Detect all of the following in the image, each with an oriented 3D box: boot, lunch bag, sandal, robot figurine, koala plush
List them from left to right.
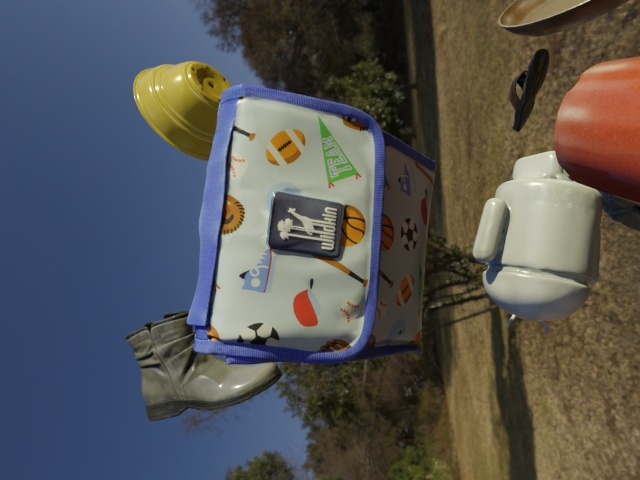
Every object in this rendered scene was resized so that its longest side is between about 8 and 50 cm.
[{"bbox_3d":[-0.270,0.258,1.101,0.118,0.338,0.222,0,-105,-84],"label":"boot"},{"bbox_3d":[0.000,0.000,0.697,0.385,0.239,0.327,15,-102,-50],"label":"lunch bag"},{"bbox_3d":[0.478,-0.350,1.163,0.090,0.060,0.219,-50,-25,-18],"label":"sandal"},{"bbox_3d":[0.440,0.007,0.989,0.200,0.300,0.353,176,105,-74],"label":"robot figurine"},{"bbox_3d":[0.792,-0.170,1.218,0.196,0.203,0.221,131,155,-65],"label":"koala plush"}]

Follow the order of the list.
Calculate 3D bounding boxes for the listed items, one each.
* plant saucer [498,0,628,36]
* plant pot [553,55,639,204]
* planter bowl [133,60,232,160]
[{"bbox_3d":[0.503,-0.477,0.947,0.050,0.311,0.310,57,-160,-24],"label":"plant saucer"},{"bbox_3d":[0.503,-0.151,0.694,0.265,0.272,0.272,-141,31,-64],"label":"plant pot"},{"bbox_3d":[-0.222,-0.261,0.913,0.217,0.090,0.217,33,-142,-30],"label":"planter bowl"}]
